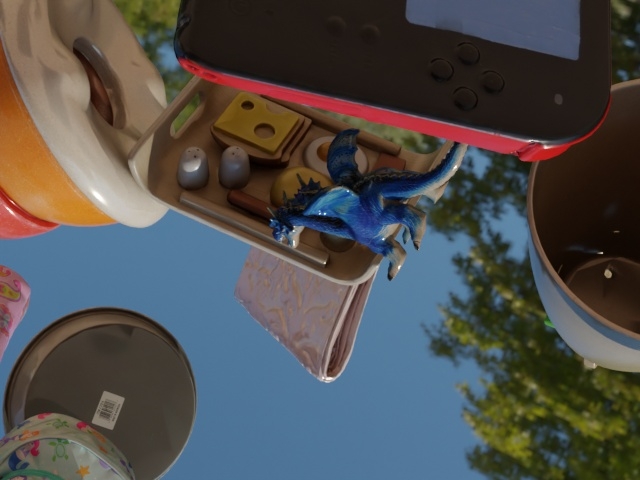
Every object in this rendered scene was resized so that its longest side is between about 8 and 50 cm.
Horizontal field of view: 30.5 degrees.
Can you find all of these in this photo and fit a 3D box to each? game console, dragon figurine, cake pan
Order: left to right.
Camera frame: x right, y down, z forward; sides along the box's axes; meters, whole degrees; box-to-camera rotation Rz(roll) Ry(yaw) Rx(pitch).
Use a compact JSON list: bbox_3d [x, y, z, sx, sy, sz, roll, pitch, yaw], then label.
[{"bbox_3d":[-0.312,0.244,1.713,0.293,0.293,0.054,5,179,-25],"label":"cake pan"},{"bbox_3d":[0.037,-0.047,1.111,0.144,0.289,0.085,27,-114,-3],"label":"dragon figurine"},{"bbox_3d":[0.074,-0.262,0.954,0.342,0.060,0.386,13,-117,-14],"label":"game console"}]

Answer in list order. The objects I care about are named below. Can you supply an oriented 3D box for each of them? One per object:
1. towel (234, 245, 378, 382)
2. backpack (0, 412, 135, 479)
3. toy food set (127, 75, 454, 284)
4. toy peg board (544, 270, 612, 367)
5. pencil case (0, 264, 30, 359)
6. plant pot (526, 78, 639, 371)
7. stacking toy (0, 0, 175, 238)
[{"bbox_3d":[0.000,0.000,1.668,0.053,0.317,0.332,18,-172,-28],"label":"towel"},{"bbox_3d":[-0.367,0.365,1.546,0.225,0.253,0.191,43,175,-15],"label":"backpack"},{"bbox_3d":[-0.029,-0.098,1.318,0.306,0.092,0.220,25,-127,11],"label":"toy food set"},{"bbox_3d":[0.337,0.039,1.430,0.079,0.160,0.161,21,-129,29],"label":"toy peg board"},{"bbox_3d":[-0.536,0.160,1.796,0.124,0.124,0.284,15,-142,-5],"label":"pencil case"},{"bbox_3d":[0.308,0.022,1.123,0.256,0.274,0.256,-1,-112,1],"label":"plant pot"},{"bbox_3d":[-0.444,-0.108,1.425,0.480,0.350,0.350,-22,-158,14],"label":"stacking toy"}]
